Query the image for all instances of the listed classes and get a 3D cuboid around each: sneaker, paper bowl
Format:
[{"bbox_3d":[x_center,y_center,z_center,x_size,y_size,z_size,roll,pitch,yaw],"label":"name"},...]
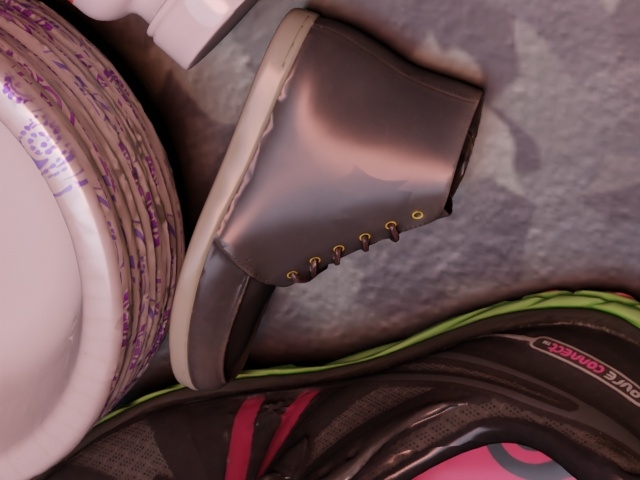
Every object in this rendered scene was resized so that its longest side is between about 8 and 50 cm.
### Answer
[{"bbox_3d":[-0.018,0.167,0.855,0.483,0.202,0.185,-26,102,22],"label":"sneaker"},{"bbox_3d":[-0.210,-0.012,0.882,0.284,0.148,0.284,7,113,17],"label":"paper bowl"},{"bbox_3d":[0.000,0.000,0.844,0.118,0.083,0.222,23,112,7],"label":"sneaker"}]

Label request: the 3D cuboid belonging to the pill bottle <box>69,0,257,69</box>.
[{"bbox_3d":[-0.111,-0.179,0.792,0.193,0.108,0.108,42,121,-3],"label":"pill bottle"}]
